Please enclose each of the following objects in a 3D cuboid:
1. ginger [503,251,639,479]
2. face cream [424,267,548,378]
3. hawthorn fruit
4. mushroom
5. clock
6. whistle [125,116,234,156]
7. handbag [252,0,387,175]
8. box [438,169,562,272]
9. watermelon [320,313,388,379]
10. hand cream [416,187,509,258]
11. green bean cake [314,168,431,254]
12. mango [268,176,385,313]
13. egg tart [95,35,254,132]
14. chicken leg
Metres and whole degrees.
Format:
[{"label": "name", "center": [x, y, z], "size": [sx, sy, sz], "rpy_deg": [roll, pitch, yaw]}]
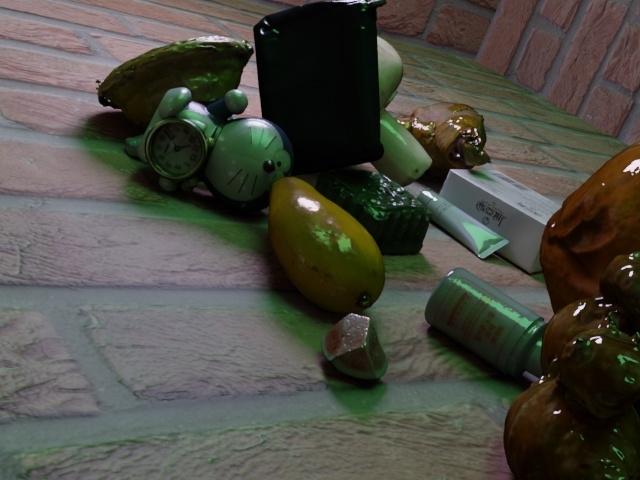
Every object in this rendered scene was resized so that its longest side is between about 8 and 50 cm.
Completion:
[{"label": "ginger", "center": [0.324, 0.173, 1.067], "size": [0.152, 0.274, 0.357], "rpy_deg": [29, 51, 4]}, {"label": "face cream", "center": [0.276, 0.141, 1.337], "size": [0.252, 0.101, 0.101], "rpy_deg": [34, 24, 28]}, {"label": "hawthorn fruit", "center": [0.543, 0.044, 1.376], "size": [0.472, 0.471, 0.472], "rpy_deg": [19, 21, -8]}, {"label": "mushroom", "center": [0.079, -0.248, 1.929], "size": [0.336, 0.314, 0.314], "rpy_deg": [48, 20, -5]}, {"label": "clock", "center": [-0.160, -0.148, 1.518], "size": [0.243, 0.199, 0.146], "rpy_deg": [25, 3, -5]}, {"label": "whistle", "center": [-0.229, -0.179, 1.625], "size": [0.223, 0.122, 0.123], "rpy_deg": [-4, 30, -22]}, {"label": "handbag", "center": [0.027, -0.274, 1.677], "size": [0.275, 0.301, 0.178], "rpy_deg": [-6, -2, 32]}, {"label": "box", "center": [0.393, -0.047, 1.905], "size": [0.260, 0.111, 0.194], "rpy_deg": [38, 26, 33]}, {"label": "watermelon", "center": [0.052, 0.138, 1.170], "size": [0.092, 0.072, 0.084], "rpy_deg": [18, 38, -23]}, {"label": "hand cream", "center": [0.273, -0.033, 1.839], "size": [0.078, 0.050, 0.205], "rpy_deg": [-27, 49, -31]}, {"label": "green bean cake", "center": [0.090, -0.056, 1.648], "size": [0.181, 0.094, 0.173], "rpy_deg": [-1, 31, -44]}, {"label": "mango", "center": [0.000, 0.000, 1.366], "size": [0.176, 0.119, 0.317], "rpy_deg": [22, 21, -33]}, {"label": "egg tart", "center": [-0.257, -0.276, 1.705], "size": [0.315, 0.120, 0.315], "rpy_deg": [-17, -1, 0]}, {"label": "chicken leg", "center": [0.255, -0.217, 2.080], "size": [0.295, 0.182, 0.409], "rpy_deg": [5, 14, -7]}]
